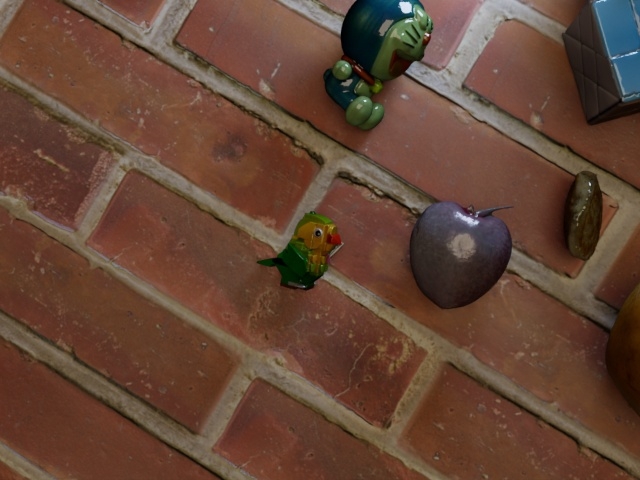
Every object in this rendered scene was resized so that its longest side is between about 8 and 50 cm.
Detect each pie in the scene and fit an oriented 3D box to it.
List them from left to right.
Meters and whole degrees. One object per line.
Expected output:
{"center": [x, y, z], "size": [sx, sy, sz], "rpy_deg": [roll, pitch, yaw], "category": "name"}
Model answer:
{"center": [0.562, -0.054, 1.550], "size": [0.079, 0.163, 0.193], "rpy_deg": [7, 82, 23], "category": "pie"}

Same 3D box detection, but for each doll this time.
{"center": [-0.037, 0.023, 1.599], "size": [0.134, 0.106, 0.186], "rpy_deg": [44, 110, 17], "category": "doll"}
{"center": [0.118, -0.413, 1.570], "size": [0.186, 0.198, 0.322], "rpy_deg": [38, 100, 17], "category": "doll"}

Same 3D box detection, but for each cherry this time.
{"center": [0.296, 0.019, 1.545], "size": [0.213, 0.183, 0.266], "rpy_deg": [21, 87, 8], "category": "cherry"}

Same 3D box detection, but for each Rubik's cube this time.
{"center": [0.674, -0.396, 1.519], "size": [0.224, 0.221, 0.231], "rpy_deg": [-15, 87, 3], "category": "Rubik's cube"}

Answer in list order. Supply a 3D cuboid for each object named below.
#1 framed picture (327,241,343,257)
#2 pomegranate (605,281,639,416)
{"center": [0.000, 0.000, 1.653], "size": [0.066, 0.006, 0.089], "rpy_deg": [-44, 86, 1], "category": "framed picture"}
{"center": [0.787, 0.219, 1.413], "size": [0.416, 0.416, 0.417], "rpy_deg": [0, 88, 3], "category": "pomegranate"}
